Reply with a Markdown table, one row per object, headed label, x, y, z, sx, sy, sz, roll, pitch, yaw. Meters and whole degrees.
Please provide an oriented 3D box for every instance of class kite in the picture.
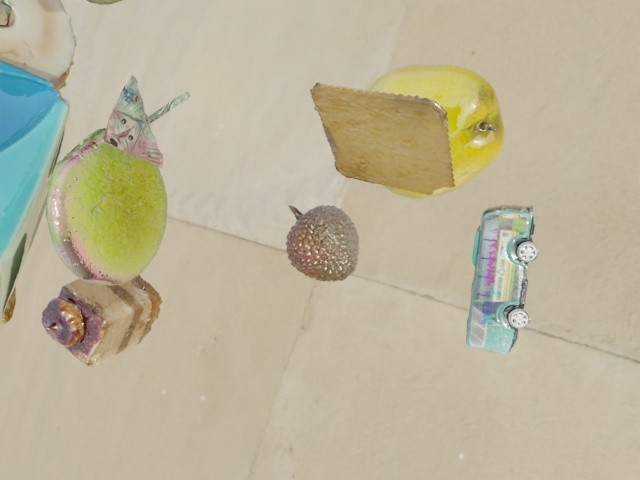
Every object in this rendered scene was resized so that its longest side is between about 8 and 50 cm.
| label | x | y | z | sx | sy | sz | roll | pitch | yaw |
| --- | --- | --- | --- | --- | --- | --- | --- | --- | --- |
| kite | -0.239 | -0.165 | 0.866 | 0.005 | 0.152 | 0.137 | 18 | 129 | 41 |

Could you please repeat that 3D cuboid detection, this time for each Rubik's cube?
| label | x | y | z | sx | sy | sz | roll | pitch | yaw |
| --- | --- | --- | --- | --- | --- | --- | --- | --- | --- |
| Rubik's cube | -0.626 | -0.087 | 0.981 | 0.347 | 0.352 | 0.352 | -43 | 37 | 51 |

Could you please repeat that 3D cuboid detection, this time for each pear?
| label | x | y | z | sx | sy | sz | roll | pitch | yaw |
| --- | --- | --- | --- | --- | --- | --- | --- | --- | --- |
| pear | 0.214 | -0.226 | 1.259 | 0.336 | 0.284 | 0.285 | 140 | 145 | -84 |

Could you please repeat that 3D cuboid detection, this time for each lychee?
| label | x | y | z | sx | sy | sz | roll | pitch | yaw |
| --- | --- | --- | --- | --- | --- | --- | --- | --- | --- |
| lychee | 0.000 | 0.000 | 1.330 | 0.197 | 0.165 | 0.165 | 47 | 116 | 15 |

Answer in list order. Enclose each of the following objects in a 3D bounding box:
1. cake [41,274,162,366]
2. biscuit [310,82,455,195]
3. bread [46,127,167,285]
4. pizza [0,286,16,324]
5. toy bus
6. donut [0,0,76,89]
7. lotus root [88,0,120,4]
| label | x | y | z | sx | sy | sz | roll | pitch | yaw |
| --- | --- | --- | --- | --- | --- | --- | --- | --- | --- |
| cake | -0.613 | 0.210 | 1.716 | 0.198 | 0.293 | 0.196 | 39 | 117 | 11 |
| biscuit | 0.107 | -0.161 | 1.033 | 0.236 | 0.232 | 0.013 | 16 | 60 | 27 |
| bread | -0.294 | -0.046 | 0.892 | 0.033 | 0.228 | 0.229 | 5 | 78 | 27 |
| pizza | -0.682 | 0.079 | 1.278 | 0.262 | 0.034 | 0.181 | 107 | 151 | -69 |
| toy bus | 0.317 | 0.066 | 1.083 | 0.109 | 0.091 | 0.262 | 7 | 102 | 16 |
| donut | -0.649 | -0.406 | 1.157 | 0.142 | 0.382 | 0.383 | -22 | 58 | 34 |
| lotus root | -0.544 | -0.656 | 1.434 | 0.138 | 0.235 | 0.119 | -36 | 58 | 3 |
